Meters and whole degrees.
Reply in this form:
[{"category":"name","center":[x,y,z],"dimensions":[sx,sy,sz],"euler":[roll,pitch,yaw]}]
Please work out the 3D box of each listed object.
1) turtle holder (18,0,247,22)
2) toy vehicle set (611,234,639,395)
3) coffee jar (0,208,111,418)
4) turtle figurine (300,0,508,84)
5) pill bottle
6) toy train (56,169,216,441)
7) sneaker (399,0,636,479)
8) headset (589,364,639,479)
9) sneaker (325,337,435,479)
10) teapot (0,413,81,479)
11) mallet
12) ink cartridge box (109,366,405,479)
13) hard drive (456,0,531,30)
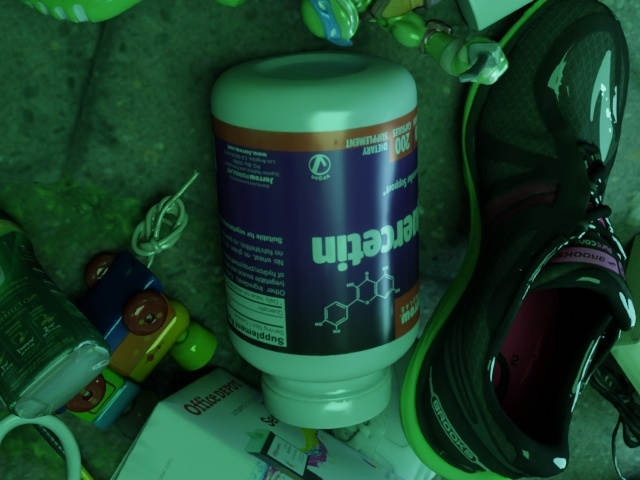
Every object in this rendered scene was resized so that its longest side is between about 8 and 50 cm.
[{"category":"turtle holder","center":[-0.121,-0.309,0.902],"dimensions":[0.227,0.243,0.320],"euler":[46,115,6]},{"category":"toy vehicle set","center":[0.403,0.140,1.281],"dimensions":[0.267,0.035,0.166],"euler":[52,44,-26]},{"category":"coffee jar","center":[-0.266,0.056,1.003],"dimensions":[0.096,0.184,0.079],"euler":[-41,157,0]},{"category":"turtle figurine","center":[0.126,-0.241,0.949],"dimensions":[0.266,0.275,0.198],"euler":[-36,84,-19]},{"category":"pill bottle","center":[0.000,0.000,1.067],"dimensions":[0.181,0.181,0.323],"euler":[-9,112,-16]},{"category":"toy train","center":[-0.147,0.070,1.099],"dimensions":[0.248,0.105,0.143],"euler":[-51,132,-4]},{"category":"sneaker","center":[0.224,0.001,1.098],"dimensions":[0.185,0.202,0.483],"euler":[15,84,-31]},{"category":"headset","center":[0.348,0.332,1.359],"dimensions":[0.243,0.185,0.394],"euler":[-14,128,-10]},{"category":"sneaker","center":[0.035,0.237,1.202],"dimensions":[0.152,0.114,0.305],"euler":[7,107,-22]},{"category":"teapot","center":[-0.371,0.161,0.988],"dimensions":[0.256,0.252,0.187],"euler":[50,60,-45]},{"category":"mallet","center":[-0.235,0.219,1.132],"dimensions":[0.039,0.062,0.190],"euler":[-37,116,-4]},{"category":"ink cartridge box","center":[-0.032,0.245,1.073],"dimensions":[0.278,0.201,0.117],"euler":[30,98,8]},{"category":"hard drive","center":[0.240,-0.366,1.095],"dimensions":[0.318,0.040,0.210],"euler":[-30,116,-7]}]
